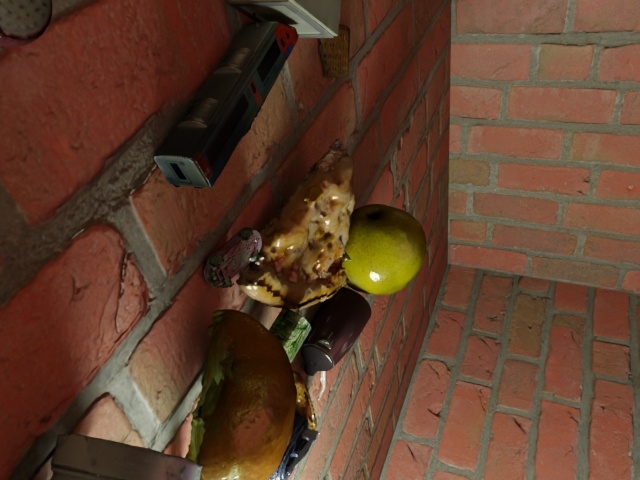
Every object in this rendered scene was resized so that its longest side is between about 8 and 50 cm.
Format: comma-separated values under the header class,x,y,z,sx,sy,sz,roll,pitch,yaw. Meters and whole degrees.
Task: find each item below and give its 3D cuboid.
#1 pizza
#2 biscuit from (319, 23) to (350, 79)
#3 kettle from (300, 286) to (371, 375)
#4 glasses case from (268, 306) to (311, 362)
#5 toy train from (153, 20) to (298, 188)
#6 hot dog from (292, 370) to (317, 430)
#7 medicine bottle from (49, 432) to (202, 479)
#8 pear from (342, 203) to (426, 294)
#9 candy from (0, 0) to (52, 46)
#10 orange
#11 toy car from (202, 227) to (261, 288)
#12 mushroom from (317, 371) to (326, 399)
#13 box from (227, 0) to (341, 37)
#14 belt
class,x,y,z,sx,sy,sz,roll,pitch,yaw
pizza,-0.012,0.030,1.296,0.434,0.080,0.391,-52,148,-23
biscuit,0.039,-0.496,1.392,0.203,0.016,0.143,-37,131,-61
kettle,0.026,0.273,1.537,0.232,0.144,0.202,-51,174,-42
glasses case,-0.116,0.287,1.175,0.272,0.062,0.095,-58,151,-18
toy train,-0.149,-0.266,0.926,0.089,0.086,0.409,66,39,-50
hot dog,-0.059,0.435,1.424,0.068,0.083,0.288,-56,151,-35
medicine bottle,-0.283,0.408,0.659,0.245,0.245,0.289,62,34,-57
pear,0.179,0.026,1.609,0.294,0.295,0.293,9,90,-68
candy,-0.328,-0.253,0.547,0.103,0.043,0.103,9,90,-68
orange,-0.142,0.286,0.920,0.262,0.196,0.334,94,3,-45
toy car,-0.171,0.030,1.029,0.142,0.055,0.069,-46,140,-34
mushroom,0.027,0.347,1.670,0.068,0.043,0.306,29,71,-41
box,-0.061,-0.457,1.009,0.225,0.130,0.086,-11,109,-67
belt,-0.091,0.511,1.309,0.218,0.129,0.122,-33,128,-63
